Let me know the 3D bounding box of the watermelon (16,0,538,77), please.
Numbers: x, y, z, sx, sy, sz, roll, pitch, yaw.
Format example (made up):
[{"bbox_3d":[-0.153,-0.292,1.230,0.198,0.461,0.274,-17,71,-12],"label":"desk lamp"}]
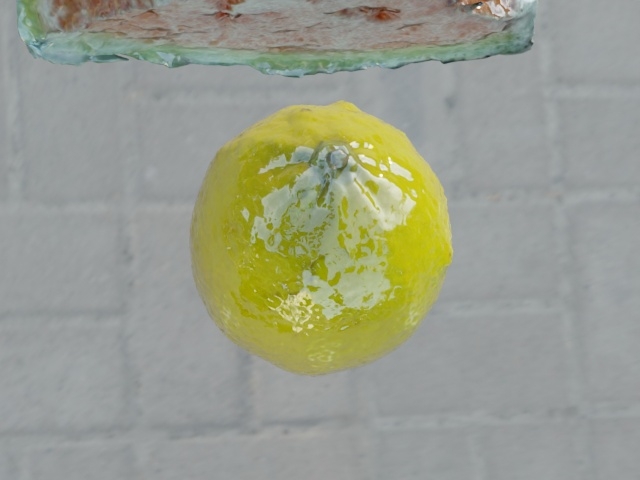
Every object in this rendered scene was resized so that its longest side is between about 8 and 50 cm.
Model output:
[{"bbox_3d":[-0.003,-0.101,0.646,0.187,0.139,0.071,-1,84,-18],"label":"watermelon"}]

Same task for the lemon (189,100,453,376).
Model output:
[{"bbox_3d":[0.000,0.000,1.418,0.192,0.231,0.192,3,65,-5],"label":"lemon"}]
